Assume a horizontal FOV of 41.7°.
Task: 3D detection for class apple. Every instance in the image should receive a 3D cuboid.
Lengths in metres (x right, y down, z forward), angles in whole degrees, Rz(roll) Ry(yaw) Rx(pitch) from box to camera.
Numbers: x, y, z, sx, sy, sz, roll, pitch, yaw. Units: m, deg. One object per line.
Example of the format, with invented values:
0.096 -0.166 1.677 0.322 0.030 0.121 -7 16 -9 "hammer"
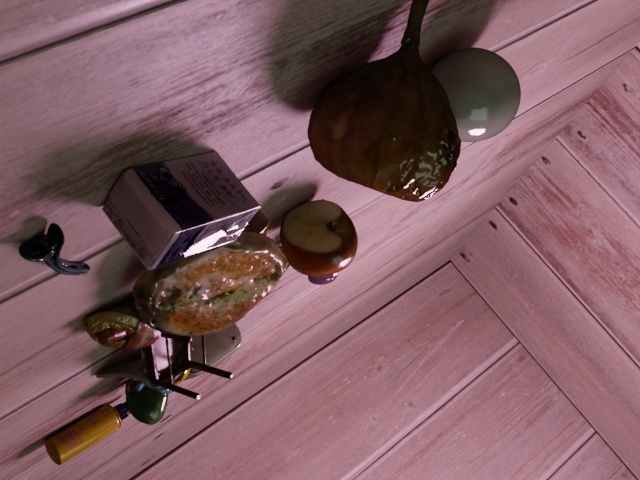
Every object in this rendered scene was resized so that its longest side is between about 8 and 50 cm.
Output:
0.000 0.000 1.995 0.173 0.195 0.160 -15 143 15 "apple"

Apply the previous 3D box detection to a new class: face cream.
-0.605 0.502 2.268 0.273 0.078 0.078 -28 163 -38 "face cream"

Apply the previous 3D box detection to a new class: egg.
0.328 -0.316 1.825 0.203 0.203 0.282 -47 169 28 "egg"

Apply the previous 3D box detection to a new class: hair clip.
-0.420 0.028 1.353 0.070 0.039 0.229 -36 171 -10 "hair clip"

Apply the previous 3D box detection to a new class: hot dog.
-0.384 0.178 1.775 0.261 0.093 0.123 -18 151 -53 "hot dog"

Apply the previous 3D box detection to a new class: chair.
-0.376 0.254 1.983 0.160 0.319 0.186 -25 117 -53 "chair"

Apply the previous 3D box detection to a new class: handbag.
-0.356 0.330 2.425 0.241 0.109 0.315 -31 177 -27 "handbag"

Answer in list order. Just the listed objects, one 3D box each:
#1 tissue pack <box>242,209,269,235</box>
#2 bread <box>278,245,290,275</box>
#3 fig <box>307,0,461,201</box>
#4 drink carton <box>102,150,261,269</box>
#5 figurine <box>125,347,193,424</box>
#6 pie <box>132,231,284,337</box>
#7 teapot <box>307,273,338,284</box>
-0.178 0.000 1.770 0.120 0.082 0.169 -30 164 -21 "tissue pack"
-0.118 0.060 2.160 0.072 0.053 0.106 25 123 -26 "bread"
0.146 -0.258 1.512 0.286 0.286 0.369 -13 128 -61 "fig"
-0.222 -0.055 1.376 0.222 0.134 0.102 -22 155 -52 "drink carton"
-0.423 0.345 2.192 0.127 0.185 0.234 14 99 -24 "figurine"
-0.222 0.086 1.690 0.339 0.077 0.339 -20 149 -13 "pie"
-0.006 0.036 2.177 0.116 0.146 0.148 -15 144 6 "teapot"
